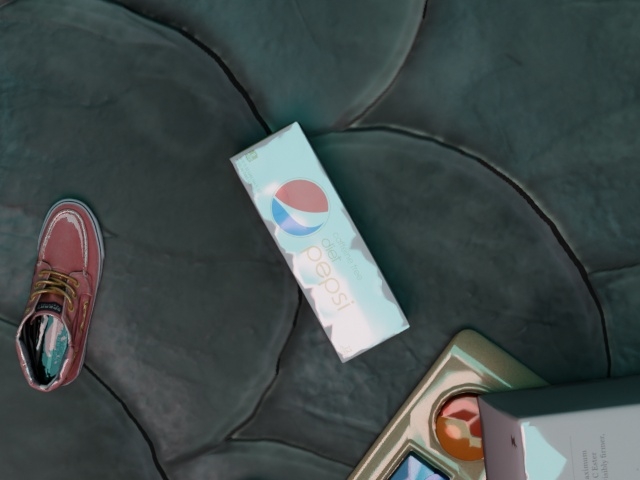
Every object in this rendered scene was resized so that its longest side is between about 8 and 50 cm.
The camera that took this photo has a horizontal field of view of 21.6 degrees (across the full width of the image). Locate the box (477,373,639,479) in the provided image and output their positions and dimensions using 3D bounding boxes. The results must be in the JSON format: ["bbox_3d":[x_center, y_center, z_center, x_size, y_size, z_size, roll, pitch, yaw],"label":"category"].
[{"bbox_3d":[0.331,0.229,1.476,0.345,0.168,0.215,-6,93,-6],"label":"box"}]

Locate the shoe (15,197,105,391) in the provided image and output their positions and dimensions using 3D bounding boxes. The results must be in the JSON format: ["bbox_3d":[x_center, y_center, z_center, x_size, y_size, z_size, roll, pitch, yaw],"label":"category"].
[{"bbox_3d":[-0.239,0.051,1.546,0.063,0.081,0.178,7,93,1],"label":"shoe"}]

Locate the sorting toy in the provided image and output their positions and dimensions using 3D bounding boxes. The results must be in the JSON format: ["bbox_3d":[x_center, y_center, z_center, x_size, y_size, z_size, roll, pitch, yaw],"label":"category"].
[{"bbox_3d":[0.190,0.258,1.566,0.307,0.041,0.229,36,93,0],"label":"sorting toy"}]

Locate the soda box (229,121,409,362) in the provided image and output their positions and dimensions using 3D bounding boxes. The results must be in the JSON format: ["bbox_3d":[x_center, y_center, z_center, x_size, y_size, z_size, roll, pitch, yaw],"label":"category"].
[{"bbox_3d":[0.000,0.000,1.544,0.074,0.069,0.216,-29,91,3],"label":"soda box"}]
